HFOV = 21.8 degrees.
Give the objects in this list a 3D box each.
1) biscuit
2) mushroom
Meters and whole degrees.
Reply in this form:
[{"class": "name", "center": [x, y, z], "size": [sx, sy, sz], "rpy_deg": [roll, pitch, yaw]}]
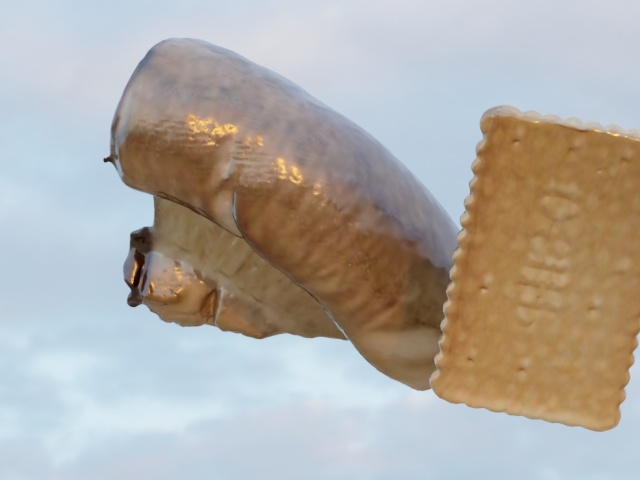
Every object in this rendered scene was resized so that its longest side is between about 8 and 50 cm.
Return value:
[{"class": "biscuit", "center": [0.182, 0.023, 1.307], "size": [0.160, 0.250, 0.030], "rpy_deg": [10, 17, 5]}, {"class": "mushroom", "center": [0.014, -0.025, 1.615], "size": [0.397, 0.224, 0.314], "rpy_deg": [18, -42, 19]}]
